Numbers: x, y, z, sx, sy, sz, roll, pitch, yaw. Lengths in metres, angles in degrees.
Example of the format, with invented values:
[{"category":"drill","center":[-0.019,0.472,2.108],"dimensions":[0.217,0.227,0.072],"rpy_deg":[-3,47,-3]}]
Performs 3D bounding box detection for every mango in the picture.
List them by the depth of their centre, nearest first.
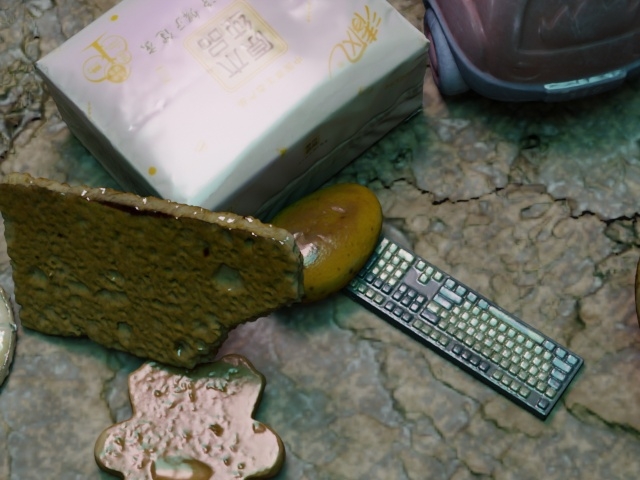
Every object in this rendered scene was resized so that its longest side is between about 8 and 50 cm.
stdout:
[{"category":"mango","center":[0.000,0.000,1.132],"dimensions":[0.079,0.057,0.114],"rpy_deg":[24,56,32]}]

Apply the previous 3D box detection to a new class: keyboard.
[{"category":"keyboard","center":[0.102,0.061,1.122],"dimensions":[0.176,0.014,0.055],"rpy_deg":[33,68,16]}]

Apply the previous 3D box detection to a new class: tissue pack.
[{"category":"tissue pack","center":[-0.063,-0.119,1.151],"dimensions":[0.225,0.124,0.185],"rpy_deg":[-39,73,-13]}]

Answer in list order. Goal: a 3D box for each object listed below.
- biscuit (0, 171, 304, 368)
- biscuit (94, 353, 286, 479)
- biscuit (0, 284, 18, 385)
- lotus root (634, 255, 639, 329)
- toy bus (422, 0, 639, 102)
[{"category":"biscuit","center":[-0.115,0.027,1.071],"dimensions":[0.237,0.131,0.026],"rpy_deg":[11,37,22]},{"category":"biscuit","center":[-0.089,0.163,1.077],"dimensions":[0.133,0.027,0.184],"rpy_deg":[-10,63,-1]},{"category":"biscuit","center":[-0.296,0.074,1.135],"dimensions":[0.152,0.020,0.152],"rpy_deg":[-1,65,3]},{"category":"lotus root","center":[0.288,0.070,1.051],"dimensions":[0.138,0.138,0.214],"rpy_deg":[-6,76,1]},{"category":"toy bus","center":[0.160,-0.257,1.142],"dimensions":[0.197,0.232,0.294],"rpy_deg":[-11,66,-1]}]
